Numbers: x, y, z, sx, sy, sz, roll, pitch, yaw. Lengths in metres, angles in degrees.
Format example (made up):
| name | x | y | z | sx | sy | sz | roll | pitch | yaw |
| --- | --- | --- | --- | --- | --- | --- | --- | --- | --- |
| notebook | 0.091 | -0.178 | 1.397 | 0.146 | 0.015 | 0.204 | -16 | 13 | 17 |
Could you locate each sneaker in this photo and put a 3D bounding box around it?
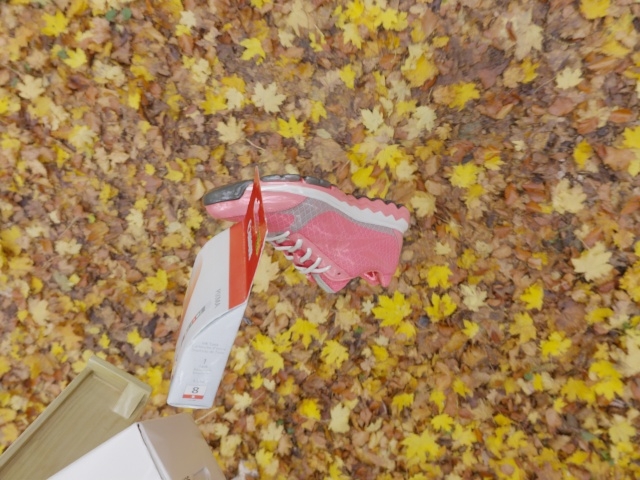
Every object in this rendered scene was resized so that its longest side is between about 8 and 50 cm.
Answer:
| name | x | y | z | sx | sy | sz | roll | pitch | yaw |
| --- | --- | --- | --- | --- | --- | --- | --- | --- | --- |
| sneaker | 0.001 | 0.000 | 0.555 | 0.314 | 0.116 | 0.136 | 9 | 84 | -36 |

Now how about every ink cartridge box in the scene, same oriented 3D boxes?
| name | x | y | z | sx | sy | sz | roll | pitch | yaw |
| --- | --- | --- | --- | --- | --- | --- | --- | --- | --- |
| ink cartridge box | -0.094 | 0.033 | 0.382 | 0.045 | 0.145 | 0.179 | 11 | 116 | -17 |
| ink cartridge box | -0.263 | 0.320 | 0.471 | 0.273 | 0.198 | 0.114 | -32 | 75 | -12 |

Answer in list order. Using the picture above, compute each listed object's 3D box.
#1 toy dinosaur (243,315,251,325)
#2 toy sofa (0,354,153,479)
| name | x | y | z | sx | sy | sz | roll | pitch | yaw |
| --- | --- | --- | --- | --- | --- | --- | --- | --- | --- |
| toy dinosaur | -0.150 | 0.106 | 0.660 | 0.090 | 0.047 | 0.082 | 49 | 128 | 24 |
| toy sofa | -0.482 | 0.410 | 0.774 | 0.150 | 0.362 | 0.177 | 30 | 124 | -3 |
